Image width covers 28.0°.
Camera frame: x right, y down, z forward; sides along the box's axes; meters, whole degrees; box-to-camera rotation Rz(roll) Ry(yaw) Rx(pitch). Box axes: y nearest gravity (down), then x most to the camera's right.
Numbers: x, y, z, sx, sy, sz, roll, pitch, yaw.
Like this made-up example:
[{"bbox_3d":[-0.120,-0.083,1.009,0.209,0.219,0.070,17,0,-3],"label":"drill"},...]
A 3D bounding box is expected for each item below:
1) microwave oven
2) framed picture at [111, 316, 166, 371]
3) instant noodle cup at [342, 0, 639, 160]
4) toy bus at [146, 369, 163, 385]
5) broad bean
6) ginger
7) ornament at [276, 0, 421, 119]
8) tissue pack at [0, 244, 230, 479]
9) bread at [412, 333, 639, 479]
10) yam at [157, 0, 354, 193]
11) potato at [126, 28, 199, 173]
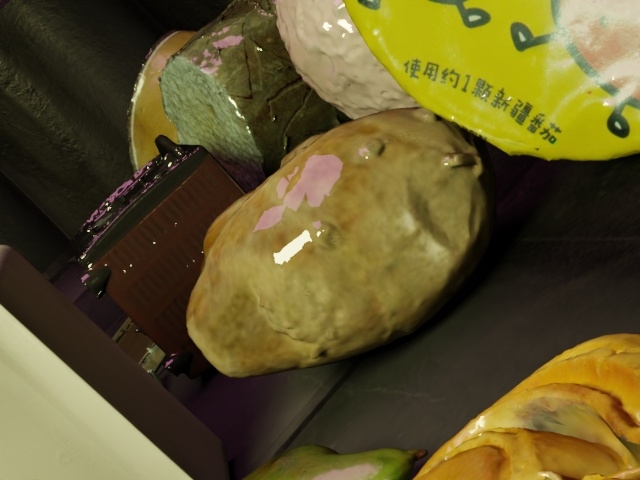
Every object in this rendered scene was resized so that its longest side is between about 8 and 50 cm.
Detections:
[{"bbox_3d":[-0.149,0.011,1.318,0.178,0.188,0.247,-46,13,-6],"label":"microwave oven"},{"bbox_3d":[-0.215,0.116,1.575,0.232,0.024,0.315,-32,17,44],"label":"framed picture"},{"bbox_3d":[0.188,-0.246,0.861,0.325,0.325,0.254,-37,6,31],"label":"instant noodle cup"},{"bbox_3d":[-0.181,0.162,1.305,0.037,0.031,0.083,-34,13,3],"label":"toy bus"},{"bbox_3d":[-0.065,0.181,0.778,0.325,0.067,0.075,-29,-22,32],"label":"broad bean"},{"bbox_3d":[0.000,0.000,0.963,0.244,0.155,0.304,-48,14,-7],"label":"ginger"},{"bbox_3d":[0.084,-0.234,1.228,0.259,0.259,0.225,-43,8,10],"label":"ornament"},{"bbox_3d":[-0.197,0.148,0.908,0.159,0.246,0.136,-44,13,2],"label":"tissue pack"},{"bbox_3d":[0.089,0.122,0.383,0.198,0.120,0.236,-47,13,-4],"label":"bread"},{"bbox_3d":[-0.011,-0.197,1.470,0.348,0.241,0.241,-45,12,-15],"label":"yam"},{"bbox_3d":[-0.109,-0.138,1.705,0.246,0.196,0.299,-67,-19,-3],"label":"potato"}]
